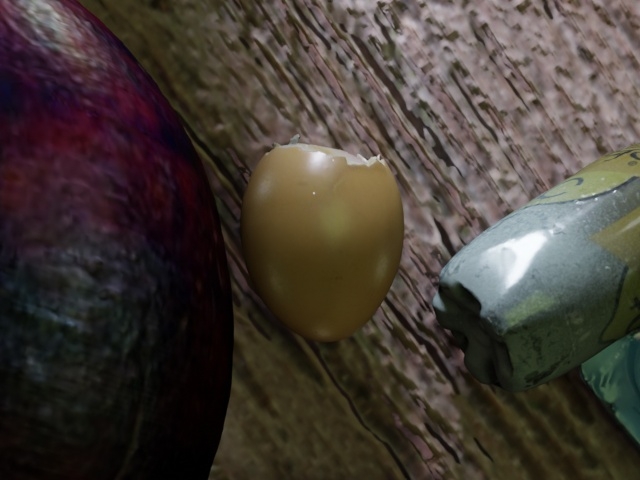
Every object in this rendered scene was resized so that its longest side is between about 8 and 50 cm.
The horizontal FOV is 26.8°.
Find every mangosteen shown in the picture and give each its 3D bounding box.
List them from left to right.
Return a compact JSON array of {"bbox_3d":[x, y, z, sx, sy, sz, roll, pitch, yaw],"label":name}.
[{"bbox_3d":[-0.192,0.025,0.448,0.306,0.359,0.306,-7,69,20],"label":"mangosteen"}]

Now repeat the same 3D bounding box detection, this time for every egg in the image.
[{"bbox_3d":[0.000,0.000,0.643,0.080,0.080,0.097,8,93,-16],"label":"egg"}]

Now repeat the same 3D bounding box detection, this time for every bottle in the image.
[{"bbox_3d":[0.182,-0.018,0.695,0.269,0.083,0.083,-31,96,-17],"label":"bottle"}]

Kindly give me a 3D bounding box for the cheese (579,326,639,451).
[{"bbox_3d":[0.229,0.151,0.718,0.135,0.052,0.245,-23,92,-19],"label":"cheese"}]
